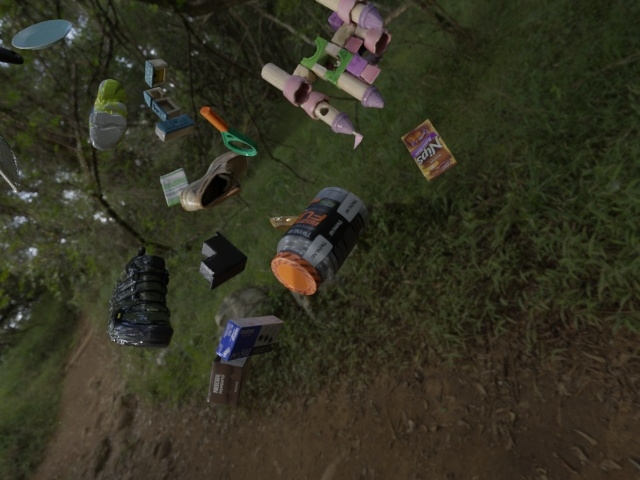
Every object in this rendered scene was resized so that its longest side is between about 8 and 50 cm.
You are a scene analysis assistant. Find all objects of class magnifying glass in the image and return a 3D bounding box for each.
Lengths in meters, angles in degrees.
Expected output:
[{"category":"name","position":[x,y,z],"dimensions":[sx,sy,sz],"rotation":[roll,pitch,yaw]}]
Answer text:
[{"category":"magnifying glass","position":[-0.244,-0.286,1.248],"dimensions":[0.092,0.231,0.026],"rotation":[9,75,23]}]

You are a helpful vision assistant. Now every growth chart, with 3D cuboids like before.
[{"category":"growth chart","position":[-0.850,-0.236,1.242],"dimensions":[0.237,0.021,0.171],"rotation":[52,161,40]}]

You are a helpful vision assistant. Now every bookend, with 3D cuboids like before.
[{"category":"bookend","position":[-0.363,0.068,1.601],"dimensions":[0.157,0.156,0.072],"rotation":[-34,-24,-44]}]

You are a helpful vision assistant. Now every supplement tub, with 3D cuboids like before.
[{"category":"supplement tub","position":[0.000,0.000,1.408],"dimensions":[0.194,0.193,0.316],"rotation":[-32,18,53]}]

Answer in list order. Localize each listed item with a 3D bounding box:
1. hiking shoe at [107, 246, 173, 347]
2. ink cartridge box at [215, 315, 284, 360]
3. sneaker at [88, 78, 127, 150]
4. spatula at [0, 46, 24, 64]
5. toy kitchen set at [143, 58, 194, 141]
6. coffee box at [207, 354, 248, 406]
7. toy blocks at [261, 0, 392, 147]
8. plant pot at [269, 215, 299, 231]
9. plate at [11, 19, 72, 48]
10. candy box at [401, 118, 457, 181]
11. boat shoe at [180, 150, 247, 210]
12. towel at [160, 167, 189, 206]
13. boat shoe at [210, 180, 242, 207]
[{"category":"hiking shoe","position":[-0.274,0.081,0.709],"dimensions":[0.227,0.086,0.114],"rotation":[27,104,54]},{"category":"ink cartridge box","position":[-0.184,0.259,1.253],"dimensions":[0.046,0.207,0.097],"rotation":[26,97,27]},{"category":"sneaker","position":[-0.573,-0.312,1.251],"dimensions":[0.126,0.091,0.240],"rotation":[-39,44,43]},{"category":"spatula","position":[-0.573,-0.286,0.671],"dimensions":[0.030,0.084,0.296],"rotation":[-44,-10,27]},{"category":"toy kitchen set","position":[-0.526,-0.471,1.562],"dimensions":[0.122,0.207,0.166],"rotation":[-34,-17,-38]},{"category":"coffee box","position":[-0.356,0.521,1.890],"dimensions":[0.297,0.119,0.168],"rotation":[-87,7,-84]},{"category":"toy blocks","position":[0.077,-0.408,1.168],"dimensions":[0.288,0.260,0.309],"rotation":[-55,-21,8]},{"category":"plant pot","position":[-0.078,-0.056,1.793],"dimensions":[0.236,0.237,0.032],"rotation":[-11,73,64]},{"category":"plate","position":[-0.883,-0.652,1.491],"dimensions":[0.024,0.188,0.188],"rotation":[82,-170,-49]},{"category":"candy box","position":[0.357,-0.298,1.537],"dimensions":[0.109,0.053,0.186],"rotation":[-34,57,18]},{"category":"boat shoe","position":[-0.363,-0.217,1.721],"dimensions":[0.110,0.121,0.341],"rotation":[5,43,34]},{"category":"towel","position":[-0.617,-0.228,1.991],"dimensions":[0.113,0.023,0.151],"rotation":[-24,67,2]},{"category":"boat shoe","position":[-0.477,-0.224,2.234],"dimensions":[0.207,0.073,0.073],"rotation":[-29,-7,2]}]
